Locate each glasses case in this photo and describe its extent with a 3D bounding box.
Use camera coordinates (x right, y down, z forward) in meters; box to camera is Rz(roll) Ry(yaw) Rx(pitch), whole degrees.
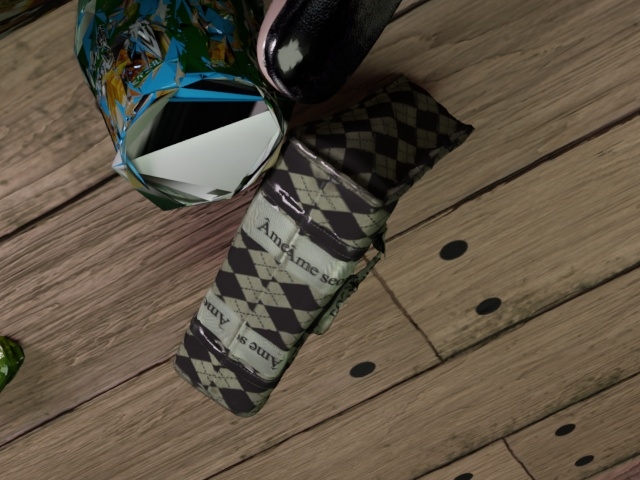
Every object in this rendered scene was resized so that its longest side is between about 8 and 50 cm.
[{"bbox_3d":[0.040,-0.286,1.102,0.122,0.075,0.314,36,83,-50],"label":"glasses case"}]

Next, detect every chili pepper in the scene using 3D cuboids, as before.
[{"bbox_3d":[-0.508,0.223,1.566,0.204,0.073,0.072,-41,169,21],"label":"chili pepper"}]

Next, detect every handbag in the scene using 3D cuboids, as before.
[{"bbox_3d":[0.000,0.000,1.378,0.316,0.180,0.416,-41,166,-53],"label":"handbag"}]

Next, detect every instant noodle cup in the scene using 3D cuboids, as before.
[{"bbox_3d":[-0.146,-0.167,1.172,0.240,0.178,0.240,-12,141,-10],"label":"instant noodle cup"}]

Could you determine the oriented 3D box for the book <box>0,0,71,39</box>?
[{"bbox_3d":[-0.376,-0.178,0.984,0.428,0.300,0.039,-26,103,13],"label":"book"}]
